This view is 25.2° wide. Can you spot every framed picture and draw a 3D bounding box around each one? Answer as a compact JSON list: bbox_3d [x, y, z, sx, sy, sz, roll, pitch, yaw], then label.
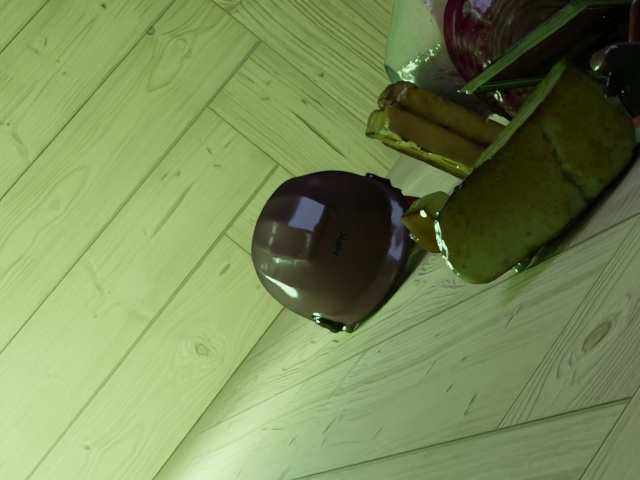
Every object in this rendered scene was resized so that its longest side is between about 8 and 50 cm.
[{"bbox_3d":[0.308,-0.216,1.547,0.273,0.016,0.216,-11,-14,-36],"label":"framed picture"}]

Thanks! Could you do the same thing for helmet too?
[{"bbox_3d":[0.000,0.000,2.382,0.271,0.197,0.338,-69,17,-2],"label":"helmet"}]

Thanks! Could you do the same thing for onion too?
[{"bbox_3d":[0.285,-0.292,2.002,0.272,0.230,0.256,-49,2,-23],"label":"onion"}]

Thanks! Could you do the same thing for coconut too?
[{"bbox_3d":[0.251,-0.333,2.332,0.309,0.297,0.297,-30,6,4],"label":"coconut"}]

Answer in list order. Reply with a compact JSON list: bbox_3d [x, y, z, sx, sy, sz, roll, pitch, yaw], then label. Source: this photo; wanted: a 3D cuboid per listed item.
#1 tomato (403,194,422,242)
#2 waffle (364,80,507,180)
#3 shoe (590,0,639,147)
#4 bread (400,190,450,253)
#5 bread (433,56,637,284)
[{"bbox_3d":[0.124,-0.024,2.506,0.159,0.091,0.139,-50,3,45],"label":"tomato"},{"bbox_3d":[0.186,-0.158,2.133,0.327,0.224,0.098,-139,71,-86],"label":"waffle"},{"bbox_3d":[0.359,-0.226,1.352,0.291,0.137,0.114,-51,5,-7],"label":"shoe"},{"bbox_3d":[0.166,-0.023,2.062,0.049,0.088,0.226,-53,6,-7],"label":"bread"},{"bbox_3d":[0.228,-0.066,1.533,0.257,0.124,0.186,-51,-3,11],"label":"bread"}]
